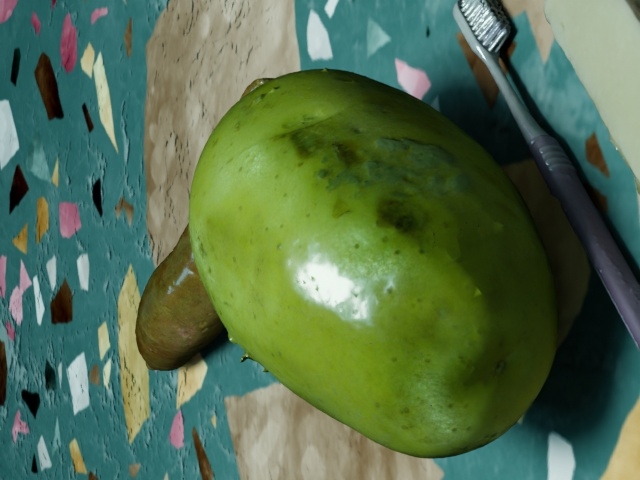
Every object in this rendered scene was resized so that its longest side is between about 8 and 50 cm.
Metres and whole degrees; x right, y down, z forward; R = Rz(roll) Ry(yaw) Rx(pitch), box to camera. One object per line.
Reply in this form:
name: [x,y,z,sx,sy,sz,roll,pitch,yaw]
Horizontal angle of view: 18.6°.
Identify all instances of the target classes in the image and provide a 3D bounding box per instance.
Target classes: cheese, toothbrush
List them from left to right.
toothbrush: [0.155,-0.040,1.224,0.029,0.024,0.354,-56,42,35]
cheese: [0.220,-0.025,1.094,0.085,0.034,0.400,112,146,-44]

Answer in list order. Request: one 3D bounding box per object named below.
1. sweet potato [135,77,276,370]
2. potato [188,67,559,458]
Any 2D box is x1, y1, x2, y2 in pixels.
sweet potato: [-0.101,0.017,1.659,0.108,0.079,0.346,-103,31,-47]
potato: [0.034,0.010,1.267,0.304,0.216,0.216,31,118,48]
